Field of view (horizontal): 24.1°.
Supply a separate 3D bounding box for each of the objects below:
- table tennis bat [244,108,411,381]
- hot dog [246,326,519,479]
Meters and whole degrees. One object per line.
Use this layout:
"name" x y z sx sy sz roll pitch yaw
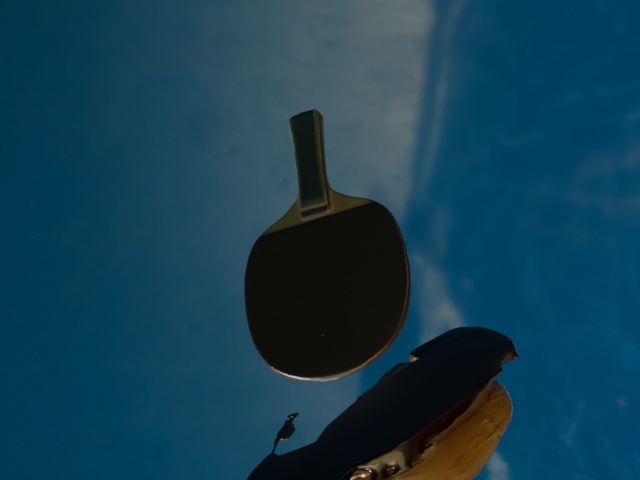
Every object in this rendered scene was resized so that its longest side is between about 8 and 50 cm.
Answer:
"table tennis bat" 0.000 0.000 1.331 0.154 0.274 0.021 -16 -33 15
"hot dog" 0.071 0.212 1.471 0.326 0.194 0.107 -28 -72 -21
